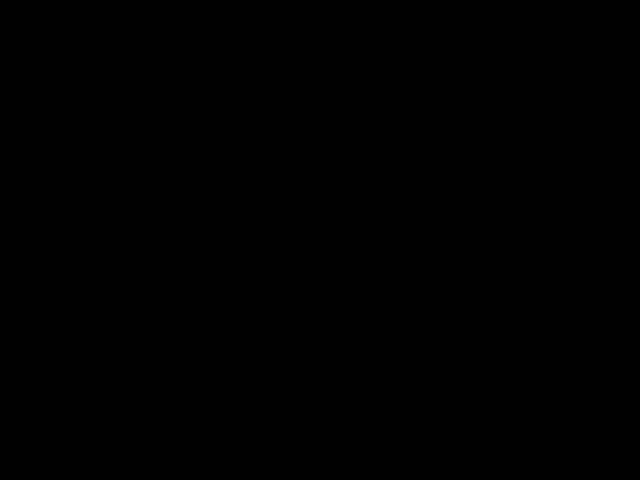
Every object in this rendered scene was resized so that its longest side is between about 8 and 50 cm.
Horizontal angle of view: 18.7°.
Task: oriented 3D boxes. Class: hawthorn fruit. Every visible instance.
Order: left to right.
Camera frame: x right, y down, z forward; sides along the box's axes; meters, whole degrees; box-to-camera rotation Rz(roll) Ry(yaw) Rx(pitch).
[{"bbox_3d":[0.000,0.000,0.197,0.471,0.472,0.472,20,-125,-32],"label":"hawthorn fruit"}]
